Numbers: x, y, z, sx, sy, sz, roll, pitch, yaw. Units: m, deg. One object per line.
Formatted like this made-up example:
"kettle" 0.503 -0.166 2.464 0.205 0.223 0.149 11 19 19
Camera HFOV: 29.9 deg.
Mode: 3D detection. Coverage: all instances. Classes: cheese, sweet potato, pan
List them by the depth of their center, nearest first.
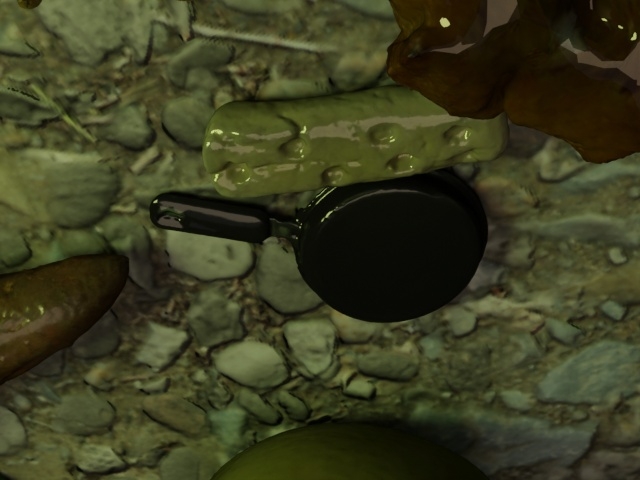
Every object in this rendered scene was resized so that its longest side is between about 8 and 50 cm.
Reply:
"cheese" 0.022 -0.065 0.758 0.194 0.043 0.065 -7 127 3
"pan" 0.000 0.000 0.818 0.235 0.028 0.136 7 127 -7
"sweet potato" -0.284 0.090 0.846 0.341 0.092 0.114 -35 146 23

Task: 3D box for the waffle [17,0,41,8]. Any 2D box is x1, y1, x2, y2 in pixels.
"waffle" -0.182 -0.218 0.625 0.149 0.051 0.194 12 126 -6

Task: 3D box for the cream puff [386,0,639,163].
"cream puff" 0.142 -0.157 0.627 0.269 0.155 0.241 35 115 -18

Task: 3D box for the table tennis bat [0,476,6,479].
"table tennis bat" -0.369 0.242 0.998 0.257 0.039 0.160 -8 129 -2

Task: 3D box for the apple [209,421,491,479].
"apple" 0.028 0.280 0.902 0.254 0.292 0.292 -13 128 6
